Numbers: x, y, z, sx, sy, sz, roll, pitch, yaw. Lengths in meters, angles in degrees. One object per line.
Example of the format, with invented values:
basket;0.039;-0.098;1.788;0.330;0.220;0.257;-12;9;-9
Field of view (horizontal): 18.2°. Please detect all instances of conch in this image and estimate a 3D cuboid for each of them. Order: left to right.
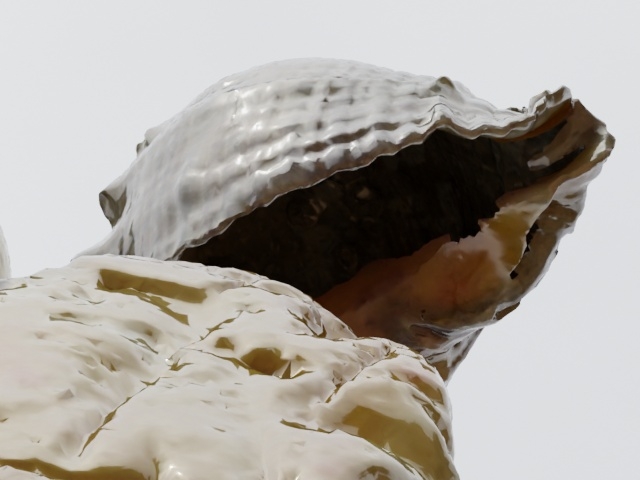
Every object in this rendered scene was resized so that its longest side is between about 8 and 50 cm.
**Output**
conch;-0.009;-0.013;1.149;0.297;0.210;0.352;2;-43;-46

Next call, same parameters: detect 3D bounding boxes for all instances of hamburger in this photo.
hamburger;-0.058;0.116;0.559;0.330;0.209;0.162;-17;-60;-62

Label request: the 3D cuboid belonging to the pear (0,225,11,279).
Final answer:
pear;-0.363;0.049;1.349;0.309;0.309;0.309;-1;-86;-21
